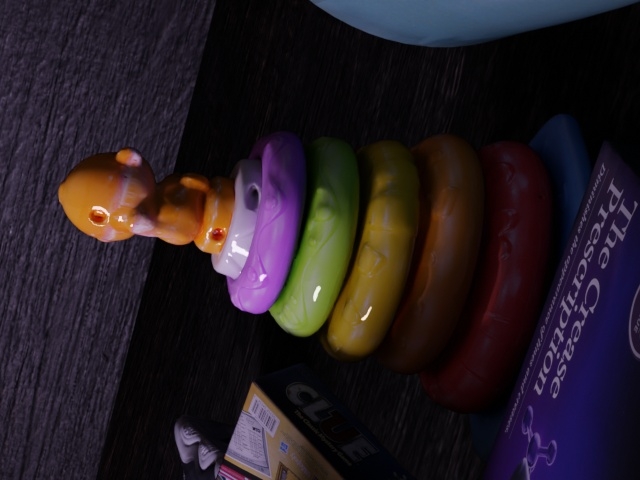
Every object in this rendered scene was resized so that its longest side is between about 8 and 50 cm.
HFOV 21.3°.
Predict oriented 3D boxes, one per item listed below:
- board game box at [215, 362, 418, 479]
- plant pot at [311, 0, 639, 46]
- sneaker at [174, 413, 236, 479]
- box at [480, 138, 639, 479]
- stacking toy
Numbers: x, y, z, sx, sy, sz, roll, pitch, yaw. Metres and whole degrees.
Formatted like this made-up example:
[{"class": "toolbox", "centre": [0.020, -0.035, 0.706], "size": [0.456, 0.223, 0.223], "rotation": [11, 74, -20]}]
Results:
[{"class": "board game box", "centre": [0.027, 0.208, 0.939], "size": [0.243, 0.042, 0.165], "rotation": [45, 130, 30]}, {"class": "plant pot", "centre": [0.117, -0.239, 0.789], "size": [0.235, 0.293, 0.293], "rotation": [10, 87, 61]}, {"class": "sneaker", "centre": [-0.093, 0.256, 1.554], "size": [0.268, 0.101, 0.153], "rotation": [-149, 74, -73]}, {"class": "box", "centre": [0.144, 0.114, 0.714], "size": [0.184, 0.103, 0.261], "rotation": [-116, 40, -65]}, {"class": "stacking toy", "centre": [0.000, 0.000, 0.969], "size": [0.166, 0.302, 0.175], "rotation": [-93, 19, -48]}]
